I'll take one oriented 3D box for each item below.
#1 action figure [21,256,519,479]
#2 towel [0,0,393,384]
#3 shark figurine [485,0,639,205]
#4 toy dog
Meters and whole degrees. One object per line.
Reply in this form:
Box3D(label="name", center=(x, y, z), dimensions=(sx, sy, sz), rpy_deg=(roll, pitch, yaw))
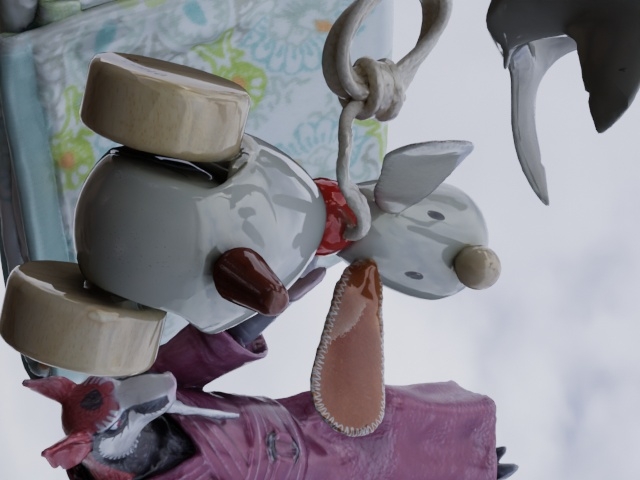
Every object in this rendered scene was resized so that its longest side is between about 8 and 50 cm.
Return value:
Box3D(label="action figure", center=(-0.053, 0.139, 1.226), dimensions=(0.275, 0.370, 0.248), rpy_deg=(-4, -111, 48))
Box3D(label="towel", center=(-0.088, -0.079, 1.378), dimensions=(0.090, 0.320, 0.374), rpy_deg=(47, -32, 38))
Box3D(label="shark figurine", center=(0.126, -0.093, 0.846), dimensions=(0.278, 0.166, 0.116), rpy_deg=(-28, -125, 59))
Box3D(label="toy dog", center=(0.000, 0.000, 0.979), dimensions=(0.161, 0.333, 0.220), rpy_deg=(30, -52, 39))
